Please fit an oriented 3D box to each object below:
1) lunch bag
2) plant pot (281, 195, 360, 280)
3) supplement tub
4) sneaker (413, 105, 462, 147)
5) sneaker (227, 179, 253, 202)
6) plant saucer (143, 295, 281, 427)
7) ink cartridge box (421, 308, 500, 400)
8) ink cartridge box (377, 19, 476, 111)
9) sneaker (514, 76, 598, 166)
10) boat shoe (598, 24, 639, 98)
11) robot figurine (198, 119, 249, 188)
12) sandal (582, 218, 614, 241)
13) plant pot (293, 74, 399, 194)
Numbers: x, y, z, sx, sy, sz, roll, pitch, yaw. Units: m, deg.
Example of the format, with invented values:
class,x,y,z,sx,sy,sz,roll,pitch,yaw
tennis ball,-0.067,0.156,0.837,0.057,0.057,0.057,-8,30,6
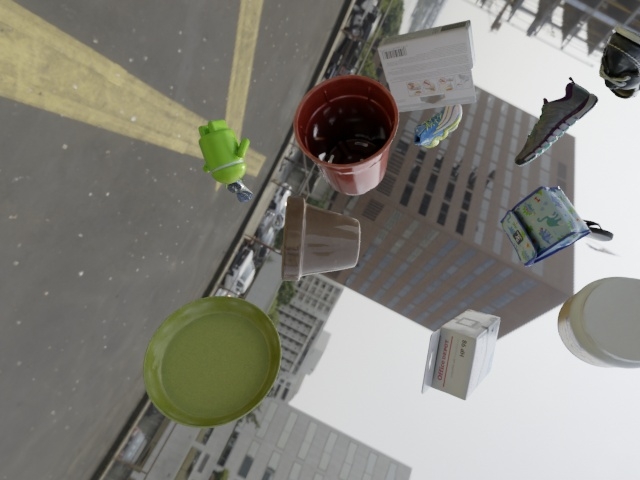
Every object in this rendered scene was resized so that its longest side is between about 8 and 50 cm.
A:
class,x,y,z,sx,sy,sz,roll,pitch,yaw
lunch bag,0.491,-0.029,0.950,0.151,0.096,0.129,-52,-130,50
plant pot,0.000,0.000,1.296,0.263,0.229,0.263,-176,-90,-88
supplement tub,0.815,0.232,1.173,0.241,0.240,0.331,-63,154,-4
sneaker,0.450,-0.445,1.656,0.240,0.126,0.091,119,-46,-57
sneaker,-0.264,-0.175,1.381,0.052,0.058,0.135,-25,152,5
plant saucer,-0.190,0.214,0.759,0.037,0.240,0.241,94,19,-54
ink cartridge box,0.232,0.185,0.685,0.180,0.060,0.104,-7,107,-53
ink cartridge box,0.343,-0.536,1.328,0.239,0.274,0.060,60,42,-43
sneaker,0.557,-0.289,1.044,0.224,0.098,0.083,-46,167,23
boat shoe,0.634,-0.354,0.870,0.302,0.114,0.091,-3,139,-46
robot figurine,-0.174,-0.153,0.750,0.101,0.115,0.067,-15,-171,31
sandal,0.900,-0.054,1.474,0.055,0.097,0.254,-64,-160,6
plant pot,0.084,-0.270,1.200,0.273,0.272,0.265,-63,164,-11
